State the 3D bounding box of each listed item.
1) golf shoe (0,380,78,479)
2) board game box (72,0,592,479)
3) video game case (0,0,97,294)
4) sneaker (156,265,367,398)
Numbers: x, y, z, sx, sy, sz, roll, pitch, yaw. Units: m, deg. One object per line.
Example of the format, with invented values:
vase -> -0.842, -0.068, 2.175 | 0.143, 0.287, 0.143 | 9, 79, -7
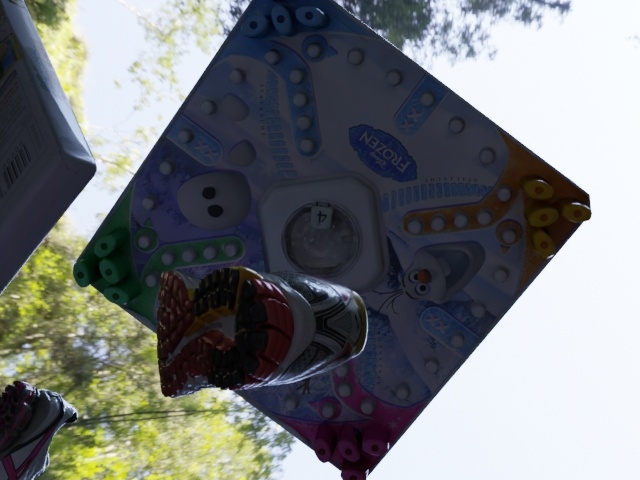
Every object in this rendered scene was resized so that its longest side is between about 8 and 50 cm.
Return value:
golf shoe -> -0.327, 0.240, 0.849 | 0.186, 0.086, 0.067 | -56, -142, 1
board game box -> 0.000, 0.000, 0.816 | 0.390, 0.050, 0.390 | 37, -77, -1
video game case -> -0.227, -0.029, 0.470 | 0.227, 0.026, 0.206 | -47, -127, 20
sneaker -> -0.049, 0.063, 0.536 | 0.093, 0.225, 0.088 | 3, -94, -29
